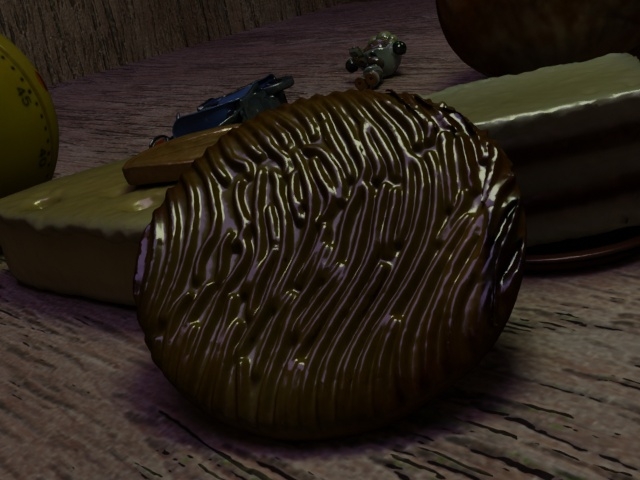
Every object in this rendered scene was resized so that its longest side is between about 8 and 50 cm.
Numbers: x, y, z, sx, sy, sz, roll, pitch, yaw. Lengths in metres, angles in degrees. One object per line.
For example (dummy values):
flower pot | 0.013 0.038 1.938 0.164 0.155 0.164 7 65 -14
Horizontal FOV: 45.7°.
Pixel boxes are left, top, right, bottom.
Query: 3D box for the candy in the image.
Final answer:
candy | 0.170 -0.078 0.744 0.320 0.135 0.179 -12 21 7

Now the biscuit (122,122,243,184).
biscuit | -0.117 -0.108 0.869 0.220 0.029 0.142 -16 21 -13

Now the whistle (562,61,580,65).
whistle | 0.314 -0.191 1.087 0.235 0.077 0.114 -30 -1 -26

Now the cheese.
cheese | -0.165 -0.023 0.865 0.384 0.104 0.384 -10 20 4

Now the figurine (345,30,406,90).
figurine | 0.119 -0.393 1.657 0.147 0.093 0.197 -14 19 28

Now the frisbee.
frisbee | 0.239 -0.027 0.782 0.250 0.021 0.251 -10 22 4

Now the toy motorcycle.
toy motorcycle | -0.146 -0.173 1.221 0.212 0.125 0.358 -14 18 17

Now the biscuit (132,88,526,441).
biscuit | 0.000 0.000 0.596 0.318 0.040 0.318 -10 54 13

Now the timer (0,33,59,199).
timer | -0.539 -0.161 1.076 0.376 0.376 0.387 -11 27 2

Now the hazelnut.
hazelnut | 0.405 -0.427 1.306 0.409 0.359 0.359 2 25 21
